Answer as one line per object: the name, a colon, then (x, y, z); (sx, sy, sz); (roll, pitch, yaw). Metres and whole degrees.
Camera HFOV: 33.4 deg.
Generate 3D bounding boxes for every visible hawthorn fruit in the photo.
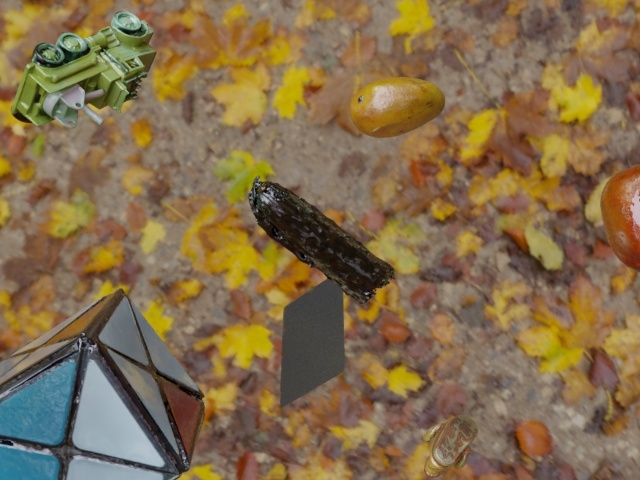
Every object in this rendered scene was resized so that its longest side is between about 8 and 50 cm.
hawthorn fruit: (0.496, -0.016, 1.562); (0.157, 0.157, 0.194); (-16, 63, 18)

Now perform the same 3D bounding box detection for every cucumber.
cucumber: (0.000, 0.000, 1.011); (0.053, 0.181, 0.053); (-40, 26, 24)

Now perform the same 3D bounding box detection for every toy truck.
toy truck: (-0.352, -0.250, 1.673); (0.135, 0.259, 0.128); (39, 131, 5)

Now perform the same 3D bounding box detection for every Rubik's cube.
Rubik's cube: (-0.336, 0.252, 1.543); (0.246, 0.250, 0.248); (-33, 101, 9)

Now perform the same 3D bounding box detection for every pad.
pad: (-0.013, 0.153, 1.689); (0.143, 0.003, 0.211); (-34, 36, 30)

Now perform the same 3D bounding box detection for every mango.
mango: (0.132, -0.229, 1.820); (0.165, 0.115, 0.089); (-13, 62, 5)

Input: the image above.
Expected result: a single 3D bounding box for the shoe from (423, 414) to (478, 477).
shoe: (0.190, 0.307, 1.607); (0.072, 0.069, 0.109); (26, 42, -4)
